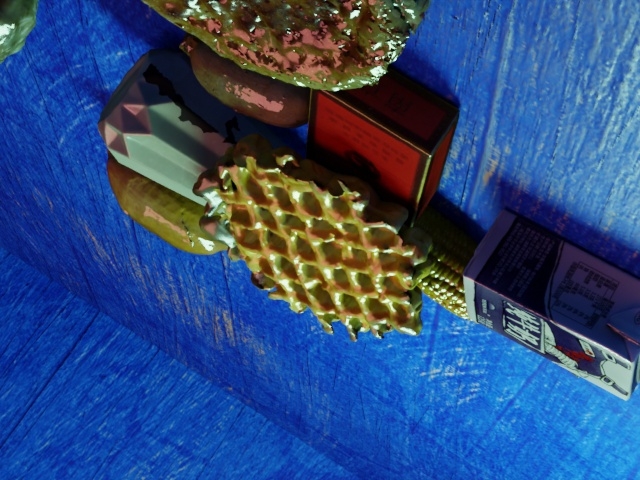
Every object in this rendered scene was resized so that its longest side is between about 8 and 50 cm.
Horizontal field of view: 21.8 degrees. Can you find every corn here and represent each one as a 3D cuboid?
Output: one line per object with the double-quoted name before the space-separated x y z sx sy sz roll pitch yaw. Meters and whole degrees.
"corn" 0.109 -0.006 2.018 0.313 0.102 0.102 34 164 -7

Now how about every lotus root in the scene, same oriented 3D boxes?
"lotus root" -0.086 -0.188 1.910 0.183 0.077 0.090 30 163 12

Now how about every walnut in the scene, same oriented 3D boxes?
"walnut" -0.213 -0.060 2.428 0.245 0.137 0.137 43 164 1

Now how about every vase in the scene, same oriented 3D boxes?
"vase" -0.102 -0.092 2.107 0.360 0.165 0.165 35 165 -16

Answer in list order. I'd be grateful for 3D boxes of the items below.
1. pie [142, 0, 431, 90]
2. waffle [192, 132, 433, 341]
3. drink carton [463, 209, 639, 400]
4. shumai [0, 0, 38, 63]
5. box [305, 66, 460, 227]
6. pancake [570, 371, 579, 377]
"pie" -0.052 -0.253 1.545 0.288 0.103 0.355 28 156 -16
"waffle" -0.009 -0.006 1.965 0.329 0.062 0.329 26 147 19
"drink carton" 0.282 0.075 1.900 0.222 0.102 0.134 27 160 18
"shumai" -0.458 -0.295 2.071 0.330 0.291 0.288 5 162 18
"box" 0.064 -0.113 1.841 0.153 0.074 0.240 28 164 7
"pancake" 0.325 0.144 2.141 0.116 0.022 0.129 44 162 -22
